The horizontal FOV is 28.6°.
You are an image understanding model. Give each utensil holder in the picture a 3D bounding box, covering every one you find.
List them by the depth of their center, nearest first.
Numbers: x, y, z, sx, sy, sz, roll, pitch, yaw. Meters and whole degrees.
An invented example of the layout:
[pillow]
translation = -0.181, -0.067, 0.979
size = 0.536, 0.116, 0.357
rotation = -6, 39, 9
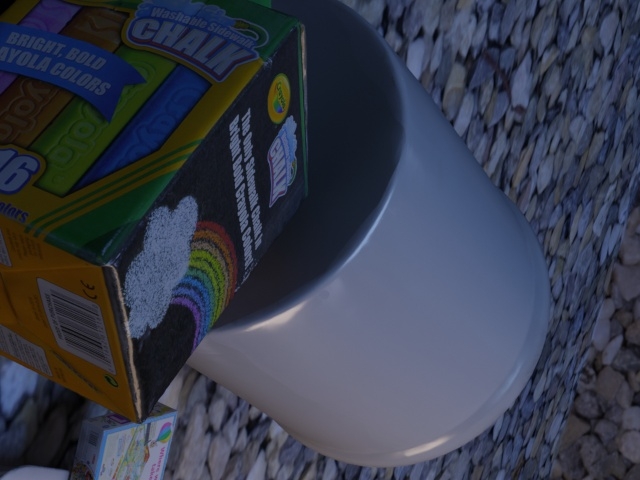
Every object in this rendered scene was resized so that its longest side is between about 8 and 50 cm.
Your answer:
[utensil holder]
translation = 0.000, 0.000, 1.127
size = 0.327, 0.328, 0.385
rotation = -63, 148, -11

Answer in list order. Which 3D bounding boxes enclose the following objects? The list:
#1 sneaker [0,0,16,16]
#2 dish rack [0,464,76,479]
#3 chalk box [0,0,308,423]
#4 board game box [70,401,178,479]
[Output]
[sneaker]
translation = -0.252, -0.135, 0.829
size = 0.235, 0.097, 0.084
rotation = -33, 135, -47
[dish rack]
translation = -0.286, 0.351, 1.116
size = 0.285, 0.072, 0.332
rotation = 31, 82, -60
[chalk box]
translation = -0.122, -0.064, 0.834
size = 0.289, 0.179, 0.180
rotation = -56, 159, -34
[board game box]
translation = -0.183, 0.226, 1.118
size = 0.103, 0.026, 0.154
rotation = -5, 111, -59
